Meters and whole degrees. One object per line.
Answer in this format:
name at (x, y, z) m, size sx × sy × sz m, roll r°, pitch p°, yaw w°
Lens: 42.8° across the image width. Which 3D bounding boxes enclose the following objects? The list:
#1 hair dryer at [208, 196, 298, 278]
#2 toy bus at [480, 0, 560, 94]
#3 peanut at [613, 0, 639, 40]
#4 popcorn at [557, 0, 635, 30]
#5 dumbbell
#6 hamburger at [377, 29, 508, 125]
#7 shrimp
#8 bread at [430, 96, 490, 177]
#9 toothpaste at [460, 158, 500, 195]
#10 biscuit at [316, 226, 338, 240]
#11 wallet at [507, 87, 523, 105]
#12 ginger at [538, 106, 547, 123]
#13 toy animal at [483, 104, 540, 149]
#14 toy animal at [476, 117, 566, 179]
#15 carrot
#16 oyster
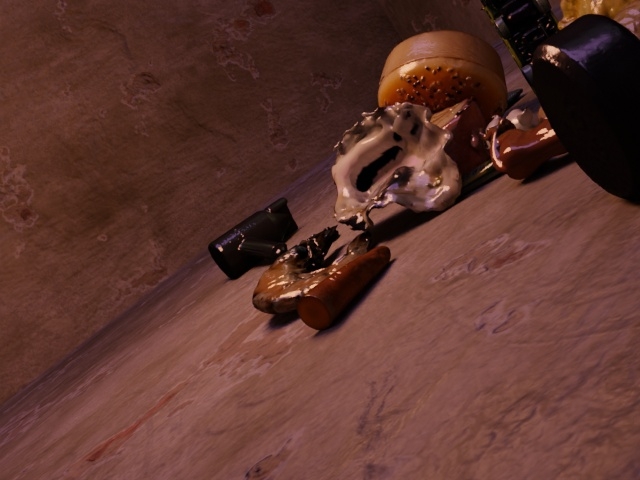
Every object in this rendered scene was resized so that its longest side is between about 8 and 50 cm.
hair dryer at (-0.127, -0.004, 2.110) m, size 0.244 × 0.116 × 0.302 m, roll -38°, pitch 21°, yaw -21°
toy bus at (0.469, -0.460, 1.820) m, size 0.128 × 0.262 × 0.150 m, roll -31°, pitch 7°, yaw 15°
peanut at (0.536, -0.333, 1.310) m, size 0.120 × 0.136 × 0.298 m, roll 15°, pitch 38°, yaw 32°
popcorn at (0.587, -0.458, 1.575) m, size 0.252 × 0.215 × 0.286 m, roll -5°, pitch 15°, yaw 22°
dumbbell at (0.412, -0.208, 0.872) m, size 0.322 × 0.204 × 0.204 m, roll -34°, pitch 9°, yaw 3°
hamburger at (0.270, -0.322, 1.796) m, size 0.300 × 0.300 × 0.176 m, roll -22°, pitch 54°, yaw 53°
shrimp at (0.006, 0.038, 1.499) m, size 0.233 × 0.071 × 0.365 m, roll -19°, pitch 14°, yaw 26°
bread at (0.244, -0.186, 1.617) m, size 0.190 × 0.123 × 0.244 m, roll -41°, pitch 11°, yaw -28°
toothpaste at (0.294, -0.123, 1.394) m, size 0.204 × 0.031 × 0.049 m, roll -32°, pitch 21°, yaw 31°
biscuit at (0.000, 0.000, 1.802) m, size 0.087 × 0.027 × 0.089 m, roll -36°, pitch 9°, yaw -19°
wallet at (0.432, -0.327, 1.991) m, size 0.129 × 0.026 × 0.088 m, roll -38°, pitch 14°, yaw -28°
ginger at (0.442, -0.234, 1.416) m, size 0.069 × 0.051 × 0.173 m, roll -46°, pitch 18°, yaw -30°
toy animal at (0.352, -0.200, 1.467) m, size 0.124 × 0.071 × 0.085 m, roll -23°, pitch 13°, yaw 50°
toy animal at (0.352, -0.161, 1.211) m, size 0.312 × 0.097 × 0.157 m, roll -27°, pitch 17°, yaw 45°
carrot at (0.049, 0.059, 1.248) m, size 0.061 × 0.061 × 0.210 m, roll -25°, pitch 10°, yaw 46°
oyster at (0.120, -0.121, 1.524) m, size 0.351 × 0.115 × 0.238 m, roll -35°, pitch 48°, yaw 51°
